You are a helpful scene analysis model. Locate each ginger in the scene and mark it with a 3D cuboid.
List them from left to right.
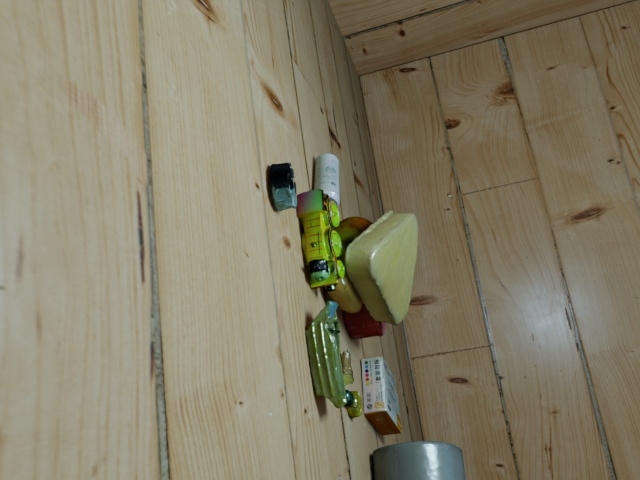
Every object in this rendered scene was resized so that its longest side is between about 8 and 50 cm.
[{"bbox_3d":[0.083,0.409,1.767,0.057,0.044,0.137,49,25,-30],"label":"ginger"}]

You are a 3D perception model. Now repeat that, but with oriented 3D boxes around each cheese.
[{"bbox_3d":[0.229,0.054,1.850,0.384,0.104,0.384,-16,108,-58],"label":"cheese"}]

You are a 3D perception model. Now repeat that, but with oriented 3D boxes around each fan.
[{"bbox_3d":[0.097,0.502,1.749,0.155,0.039,0.082,57,25,-56],"label":"fan"}]

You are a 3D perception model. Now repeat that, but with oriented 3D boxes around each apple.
[{"bbox_3d":[0.120,0.013,1.953,0.196,0.195,0.196,-12,90,-77],"label":"apple"}]

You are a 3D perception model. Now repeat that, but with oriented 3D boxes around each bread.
[{"bbox_3d":[0.066,0.140,1.799,0.217,0.098,0.147,61,27,-47],"label":"bread"}]

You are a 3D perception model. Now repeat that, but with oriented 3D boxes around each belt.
[{"bbox_3d":[-0.097,-0.139,1.454,0.105,0.058,0.140,72,10,-50],"label":"belt"}]

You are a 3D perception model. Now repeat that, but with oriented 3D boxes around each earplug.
[{"bbox_3d":[0.340,0.893,1.841,0.313,0.312,0.394,60,23,-53],"label":"earplug"}]

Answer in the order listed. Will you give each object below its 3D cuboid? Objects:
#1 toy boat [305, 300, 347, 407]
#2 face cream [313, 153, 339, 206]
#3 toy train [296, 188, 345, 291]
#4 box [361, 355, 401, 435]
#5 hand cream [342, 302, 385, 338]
[{"bbox_3d":[0.016,0.304,1.498,0.111,0.084,0.276,37,46,-74],"label":"toy boat"},{"bbox_3d":[0.021,-0.169,1.906,0.311,0.092,0.092,-87,161,-45],"label":"face cream"},{"bbox_3d":[0.000,0.000,1.656,0.160,0.100,0.296,35,46,-61],"label":"toy train"},{"bbox_3d":[0.231,0.590,2.121,0.274,0.091,0.221,60,23,-52],"label":"box"},{"bbox_3d":[0.158,0.258,2.032,0.193,0.125,0.193,-12,90,-78],"label":"hand cream"}]
